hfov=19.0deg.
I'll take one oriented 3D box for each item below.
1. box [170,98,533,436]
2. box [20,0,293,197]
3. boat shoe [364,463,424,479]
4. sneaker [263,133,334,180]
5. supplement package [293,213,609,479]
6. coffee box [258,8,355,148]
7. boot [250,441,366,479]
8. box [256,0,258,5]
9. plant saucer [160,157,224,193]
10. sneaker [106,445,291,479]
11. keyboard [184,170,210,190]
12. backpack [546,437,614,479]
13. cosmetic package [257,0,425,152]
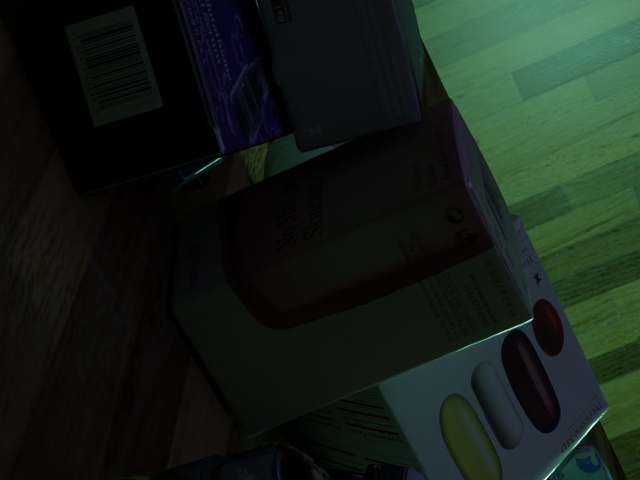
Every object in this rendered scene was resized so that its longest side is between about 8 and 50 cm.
[{"bbox_3d":[0.022,0.018,1.400,0.148,0.232,0.127,-92,156,-62],"label":"box"},{"bbox_3d":[-0.109,-0.124,1.330,0.207,0.108,0.153,-34,107,-75],"label":"box"},{"bbox_3d":[0.037,0.204,1.262,0.142,0.040,0.049,-73,179,-50],"label":"boat shoe"},{"bbox_3d":[0.001,0.000,1.680,0.151,0.094,0.256,54,18,-70],"label":"sneaker"},{"bbox_3d":[0.092,0.110,1.544,0.149,0.194,0.203,9,-45,49],"label":"supplement package"},{"bbox_3d":[-0.012,-0.192,1.960,0.168,0.119,0.297,-74,140,-74],"label":"coffee box"},{"bbox_3d":[0.020,0.257,1.331,0.178,0.085,0.236,38,31,-60],"label":"boot"},{"bbox_3d":[-0.129,-0.304,1.606,0.122,0.128,0.257,-33,100,-79],"label":"box"},{"bbox_3d":[-0.130,-0.135,1.458,0.067,0.018,0.192,-36,105,-41],"label":"plant saucer"},{"bbox_3d":[-0.023,0.208,1.098,0.300,0.121,0.111,52,19,-55],"label":"sneaker"},{"bbox_3d":[-0.125,-0.130,1.517,0.192,0.038,0.100,64,12,-12],"label":"keyboard"},{"bbox_3d":[0.212,0.308,1.858,0.225,0.191,0.253,-100,177,-90],"label":"backpack"},{"bbox_3d":[0.020,-0.162,1.470,0.238,0.107,0.127,-89,164,-72],"label":"cosmetic package"}]
